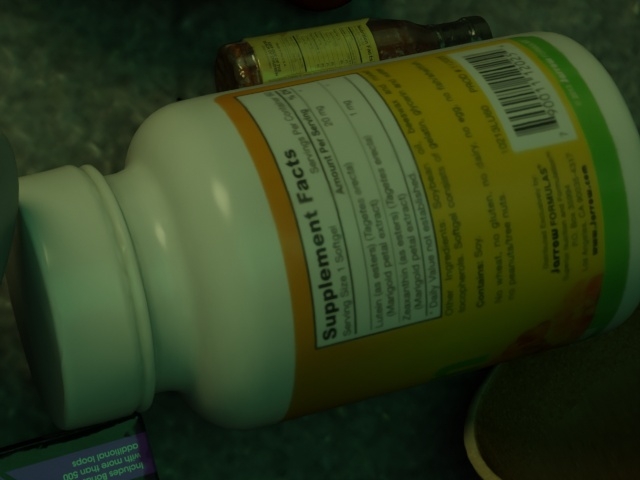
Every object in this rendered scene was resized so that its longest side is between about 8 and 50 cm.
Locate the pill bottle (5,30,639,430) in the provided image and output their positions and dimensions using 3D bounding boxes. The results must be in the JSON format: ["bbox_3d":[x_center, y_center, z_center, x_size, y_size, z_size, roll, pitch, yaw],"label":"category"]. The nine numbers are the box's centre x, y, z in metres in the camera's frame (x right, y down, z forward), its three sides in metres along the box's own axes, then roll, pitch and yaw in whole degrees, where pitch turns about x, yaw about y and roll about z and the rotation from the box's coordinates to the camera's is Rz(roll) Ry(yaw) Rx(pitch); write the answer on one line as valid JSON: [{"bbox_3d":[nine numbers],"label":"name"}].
[{"bbox_3d":[0.000,0.000,0.654,0.246,0.136,0.136,-13,88,-19],"label":"pill bottle"}]

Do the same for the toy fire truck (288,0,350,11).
[{"bbox_3d":[-0.030,-0.236,0.673,0.254,0.169,0.302,42,73,-29],"label":"toy fire truck"}]

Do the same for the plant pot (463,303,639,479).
[{"bbox_3d":[0.218,0.146,0.683,0.237,0.237,0.254,-32,109,-19],"label":"plant pot"}]

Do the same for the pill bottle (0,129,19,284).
[{"bbox_3d":[-0.262,-0.011,0.533,0.283,0.161,0.161,20,77,2],"label":"pill bottle"}]

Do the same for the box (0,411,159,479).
[{"bbox_3d":[-0.110,0.164,0.656,0.116,0.029,0.162,-15,91,-19],"label":"box"}]

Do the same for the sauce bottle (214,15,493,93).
[{"bbox_3d":[0.017,-0.079,0.720,0.128,0.042,0.042,-11,87,-21],"label":"sauce bottle"}]
